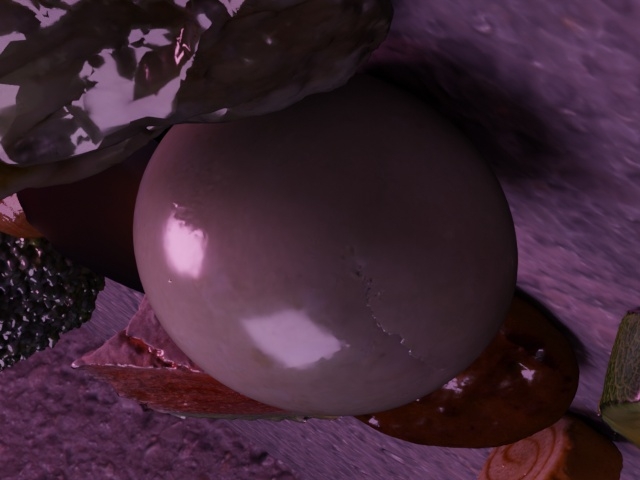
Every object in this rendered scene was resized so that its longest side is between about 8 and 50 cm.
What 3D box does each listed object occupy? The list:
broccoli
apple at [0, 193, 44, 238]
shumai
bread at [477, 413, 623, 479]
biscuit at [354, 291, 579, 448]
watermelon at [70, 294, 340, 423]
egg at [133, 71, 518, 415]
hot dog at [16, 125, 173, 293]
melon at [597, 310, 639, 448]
[{"bbox_3d":[-0.380,0.022,1.666,0.317,0.277,0.338,48,170,38],"label":"broccoli"},{"bbox_3d":[-0.261,-0.067,1.358,0.126,0.126,0.102,20,180,44],"label":"apple"},{"bbox_3d":[-0.112,-0.089,0.699,0.222,0.203,0.272,32,168,-38],"label":"shumai"},{"bbox_3d":[0.187,0.204,1.282,0.073,0.122,0.149,38,166,-10],"label":"bread"},{"bbox_3d":[0.085,0.093,1.105,0.212,0.036,0.212,10,141,8],"label":"biscuit"},{"bbox_3d":[-0.081,0.089,1.332,0.232,0.193,0.310,37,166,-23],"label":"watermelon"},{"bbox_3d":[0.000,0.000,0.812,0.253,0.186,0.186,13,157,50],"label":"egg"},{"bbox_3d":[-0.117,-0.061,1.074,0.194,0.107,0.326,26,160,-13],"label":"hot dog"},{"bbox_3d":[0.244,0.118,0.968,0.209,0.064,0.118,37,162,-29],"label":"melon"}]
